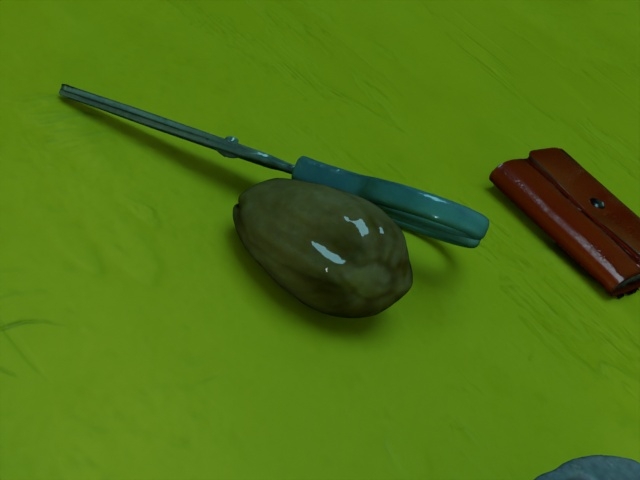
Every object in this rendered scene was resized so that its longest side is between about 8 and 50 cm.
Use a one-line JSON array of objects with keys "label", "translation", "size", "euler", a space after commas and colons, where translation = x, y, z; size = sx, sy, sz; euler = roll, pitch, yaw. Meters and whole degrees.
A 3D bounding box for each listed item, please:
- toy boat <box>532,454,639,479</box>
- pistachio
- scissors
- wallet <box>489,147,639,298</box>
[{"label": "toy boat", "translation": [0.180, 0.249, 0.887], "size": [0.127, 0.078, 0.283], "euler": [38, 36, 18]}, {"label": "pistachio", "translation": [0.000, 0.000, 1.077], "size": [0.185, 0.108, 0.126], "euler": [28, 22, 18]}, {"label": "scissors", "translation": [-0.051, -0.078, 1.164], "size": [0.447, 0.029, 0.192], "euler": [19, -2, 6]}, {"label": "wallet", "translation": [0.304, -0.026, 1.354], "size": [0.142, 0.045, 0.204], "euler": [-14, 51, -43]}]
